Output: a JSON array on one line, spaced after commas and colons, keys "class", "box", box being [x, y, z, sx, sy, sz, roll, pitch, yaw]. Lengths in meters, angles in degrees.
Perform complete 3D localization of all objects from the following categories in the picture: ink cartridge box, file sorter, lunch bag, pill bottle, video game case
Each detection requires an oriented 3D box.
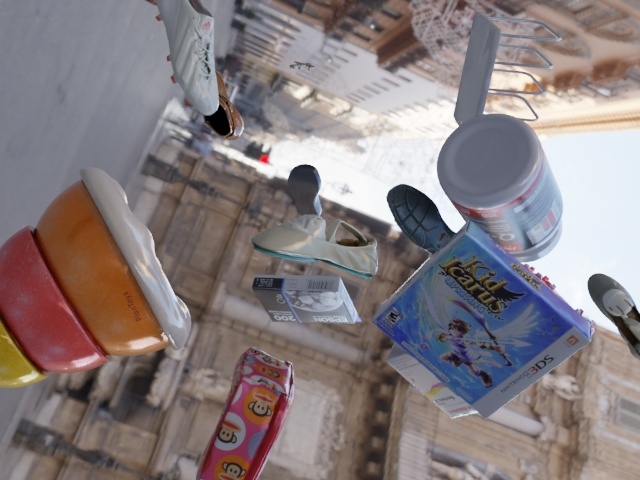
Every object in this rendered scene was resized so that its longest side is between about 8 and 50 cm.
[{"class": "ink cartridge box", "box": [0.272, 0.273, 1.525, 0.154, 0.212, 0.093, -31, -158, 51]}, {"class": "file sorter", "box": [0.454, -0.394, 1.758, 0.193, 0.173, 0.277, -94, -170, -60]}, {"class": "lunch bag", "box": [-0.146, 0.352, 1.322, 0.293, 0.120, 0.258, -85, -160, -83]}, {"class": "pill bottle", "box": [0.400, -0.094, 1.526, 0.210, 0.363, 0.210, -13, -118, 24]}, {"class": "ink cartridge box", "box": [-0.028, 0.149, 1.625, 0.208, 0.206, 0.045, 63, 33, -52]}, {"class": "video game case", "box": [0.266, 0.139, 1.204, 0.244, 0.269, 0.061, -49, -177, 30]}]

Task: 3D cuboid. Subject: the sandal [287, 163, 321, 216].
[{"class": "sandal", "box": [-0.039, -0.148, 2.043, 0.254, 0.097, 0.054, 91, 19, -62]}]

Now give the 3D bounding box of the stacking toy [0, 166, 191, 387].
[{"class": "stacking toy", "box": [-0.493, 0.121, 1.184, 0.480, 0.350, 0.350, -28, -179, -15]}]

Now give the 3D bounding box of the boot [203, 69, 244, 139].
[{"class": "boot", "box": [-0.319, -0.397, 1.979, 0.109, 0.283, 0.220, -30, -172, 8]}]

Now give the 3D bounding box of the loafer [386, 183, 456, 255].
[{"class": "loafer", "box": [0.231, -0.018, 1.540, 0.096, 0.267, 0.084, -51, -163, -9]}]

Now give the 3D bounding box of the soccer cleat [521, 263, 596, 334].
[{"class": "soccer cleat", "box": [0.530, 0.150, 1.675, 0.095, 0.083, 0.248, -51, -121, 14]}]

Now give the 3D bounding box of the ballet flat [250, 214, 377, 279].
[{"class": "ballet flat", "box": [0.000, 0.000, 1.114, 0.086, 0.248, 0.086, -16, -113, 43]}]

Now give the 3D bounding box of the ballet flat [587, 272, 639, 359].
[{"class": "ballet flat", "box": [0.634, 0.156, 1.473, 0.072, 0.213, 0.068, -34, 178, -2]}]

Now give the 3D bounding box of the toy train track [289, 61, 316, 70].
[{"class": "toy train track", "box": [-0.040, -0.354, 1.460, 0.083, 0.048, 0.014, -30, 135, -60]}]

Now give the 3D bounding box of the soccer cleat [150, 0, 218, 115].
[{"class": "soccer cleat", "box": [-0.174, -0.272, 0.985, 0.076, 0.196, 0.068, -19, 178, 23]}]

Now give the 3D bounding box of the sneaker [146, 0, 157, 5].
[{"class": "sneaker", "box": [-0.344, -0.494, 1.272, 0.066, 0.188, 0.071, -44, 179, 16]}]
